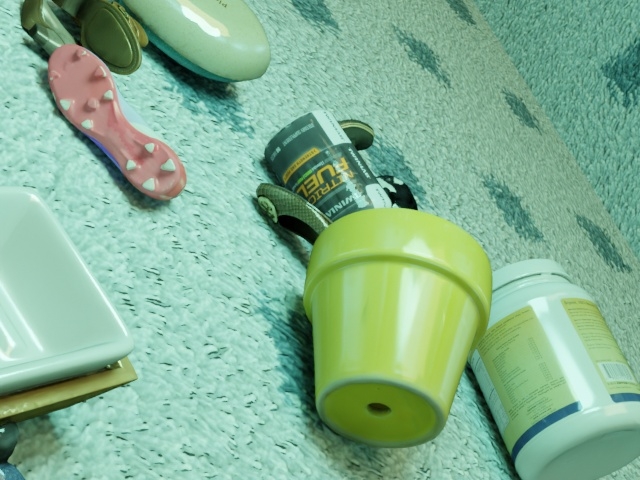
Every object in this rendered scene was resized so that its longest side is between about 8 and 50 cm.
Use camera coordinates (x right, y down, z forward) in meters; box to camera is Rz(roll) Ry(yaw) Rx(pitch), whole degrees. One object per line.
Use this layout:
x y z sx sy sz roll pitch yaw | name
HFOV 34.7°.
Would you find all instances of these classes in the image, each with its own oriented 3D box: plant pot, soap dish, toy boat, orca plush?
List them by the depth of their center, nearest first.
-0.323 0.067 0.884 0.229 0.118 0.291 54 26 16 | soap dish
0.091 0.127 1.334 0.254 0.254 0.239 36 45 -25 | plant pot
0.159 -0.015 1.666 0.287 0.102 0.151 -105 -178 -61 | orca plush
-0.191 -0.372 1.678 0.267 0.148 0.318 37 36 -12 | toy boat

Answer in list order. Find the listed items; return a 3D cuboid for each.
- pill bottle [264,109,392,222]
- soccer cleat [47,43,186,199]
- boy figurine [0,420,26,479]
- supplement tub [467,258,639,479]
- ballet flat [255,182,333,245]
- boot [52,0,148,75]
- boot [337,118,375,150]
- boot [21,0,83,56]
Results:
0.026 -0.073 1.596 0.245 0.130 0.130 57 27 16 | pill bottle
-0.265 -0.149 1.334 0.248 0.083 0.095 48 -4 9 | soccer cleat
-0.209 0.289 0.807 0.285 0.092 0.177 49 24 8 | boy figurine
0.367 0.209 1.629 0.228 0.228 0.316 22 38 -43 | supplement tub
0.000 0.000 1.496 0.250 0.058 0.084 36 -13 10 | ballet flat
-0.286 -0.294 1.449 0.197 0.073 0.152 50 11 18 | boot
0.038 -0.137 1.780 0.198 0.077 0.137 -5 62 -43 | boot
-0.360 -0.282 1.395 0.087 0.042 0.118 31 32 -43 | boot
